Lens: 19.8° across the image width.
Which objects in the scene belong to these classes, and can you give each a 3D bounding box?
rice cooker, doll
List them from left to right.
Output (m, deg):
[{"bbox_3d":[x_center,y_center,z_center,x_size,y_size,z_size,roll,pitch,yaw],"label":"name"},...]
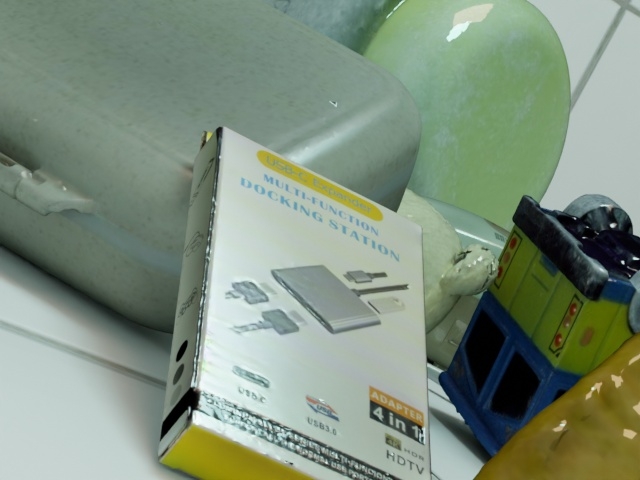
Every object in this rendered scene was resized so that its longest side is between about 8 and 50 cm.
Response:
[{"bbox_3d":[-0.004,-0.001,1.290,0.175,0.149,0.278,-21,10,-17],"label":"doll"},{"bbox_3d":[0.097,0.034,1.478,0.206,0.127,0.145,32,7,-2],"label":"rice cooker"}]

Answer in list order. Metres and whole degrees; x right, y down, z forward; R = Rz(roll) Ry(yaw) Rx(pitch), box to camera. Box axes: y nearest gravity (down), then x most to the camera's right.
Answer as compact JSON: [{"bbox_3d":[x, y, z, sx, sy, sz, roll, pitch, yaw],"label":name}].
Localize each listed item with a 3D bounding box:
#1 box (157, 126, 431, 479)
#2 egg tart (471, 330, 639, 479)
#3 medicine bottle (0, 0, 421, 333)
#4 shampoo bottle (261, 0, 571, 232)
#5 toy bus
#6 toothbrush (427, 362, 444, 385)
[{"bbox_3d":[-0.008,0.035,0.886,0.129,0.033,0.247,25,35,-19],"label":"box"},{"bbox_3d":[0.103,0.123,0.471,0.147,0.202,0.202,40,10,20],"label":"egg tart"},{"bbox_3d":[-0.139,-0.093,1.118,0.375,0.123,0.282,30,37,22],"label":"medicine bottle"},{"bbox_3d":[0.054,-0.135,1.762,0.317,0.322,0.322,22,0,42],"label":"shampoo bottle"},{"bbox_3d":[0.248,0.091,1.253,0.287,0.175,0.138,16,17,-23],"label":"toy bus"},{"bbox_3d":[0.155,0.138,1.324,0.342,0.025,0.030,29,13,10],"label":"toothbrush"}]
